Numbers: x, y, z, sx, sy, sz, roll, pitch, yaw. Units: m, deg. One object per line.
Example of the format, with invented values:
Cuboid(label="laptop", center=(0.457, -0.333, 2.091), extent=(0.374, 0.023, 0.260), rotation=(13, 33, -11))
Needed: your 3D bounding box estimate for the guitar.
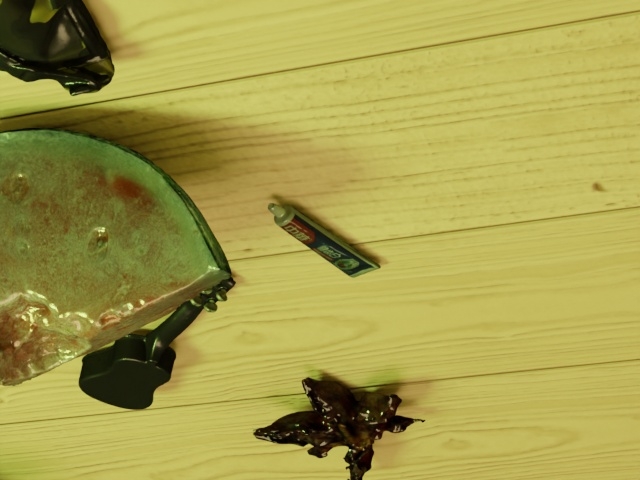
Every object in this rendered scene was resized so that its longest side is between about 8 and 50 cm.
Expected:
Cuboid(label="guitar", center=(-0.160, 0.102, 1.917), extent=(0.084, 0.038, 0.271), rotation=(22, 144, -22))

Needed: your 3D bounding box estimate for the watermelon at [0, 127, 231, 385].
Cuboid(label="watermelon", center=(-0.221, 0.024, 1.677), extent=(0.318, 0.226, 0.148), rotation=(10, 174, 17))

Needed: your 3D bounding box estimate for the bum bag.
Cuboid(label="bum bag", center=(-0.235, -0.190, 1.484), extent=(0.107, 0.060, 0.232), rotation=(-8, 146, 7))

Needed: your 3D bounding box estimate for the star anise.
Cuboid(label="star anise", center=(0.015, 0.194, 2.005), extent=(0.157, 0.053, 0.212), rotation=(18, 147, -17))

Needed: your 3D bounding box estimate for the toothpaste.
Cuboid(label="toothpaste", center=(0.000, 0.000, 1.754), extent=(0.037, 0.021, 0.140), rotation=(-20, 140, 37))
